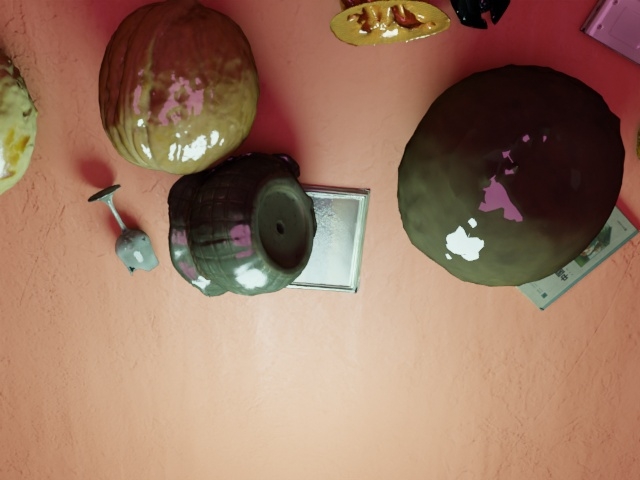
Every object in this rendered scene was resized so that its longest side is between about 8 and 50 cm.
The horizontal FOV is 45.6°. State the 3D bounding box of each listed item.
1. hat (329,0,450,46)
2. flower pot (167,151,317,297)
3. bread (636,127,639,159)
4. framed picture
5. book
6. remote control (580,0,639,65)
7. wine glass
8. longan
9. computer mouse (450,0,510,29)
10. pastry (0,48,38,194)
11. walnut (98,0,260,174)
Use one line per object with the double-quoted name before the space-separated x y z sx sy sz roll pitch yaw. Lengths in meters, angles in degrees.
"hat" 0.119 -0.512 1.426 0.245 0.233 0.233 -6 86 -11
"flower pot" -0.148 -0.033 1.537 0.213 0.302 0.301 -5 116 32
"bread" 0.761 -0.210 1.591 0.194 0.064 0.193 0 116 0
"framed picture" 0.000 0.000 1.690 0.197 0.014 0.252 4 113 -3
"book" 0.538 0.005 1.697 0.215 0.025 0.283 41 105 -17
"remote control" 0.663 -0.394 1.516 0.277 0.055 0.102 26 110 -10
"wine glass" -0.421 -0.019 1.641 0.079 0.079 0.195 -22 110 8
"longan" 0.352 -0.121 1.450 0.404 0.404 0.435 29 113 -12
"computer mouse" 0.285 -0.517 1.446 0.147 0.077 0.241 -23 111 10
"pastry" -0.739 -0.226 1.424 0.389 0.312 0.388 -2 115 -4
"walnut" -0.265 -0.288 1.425 0.333 0.333 0.332 0 113 -1
